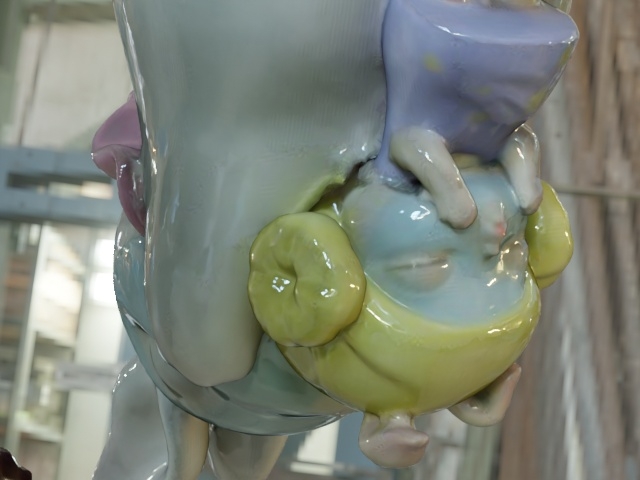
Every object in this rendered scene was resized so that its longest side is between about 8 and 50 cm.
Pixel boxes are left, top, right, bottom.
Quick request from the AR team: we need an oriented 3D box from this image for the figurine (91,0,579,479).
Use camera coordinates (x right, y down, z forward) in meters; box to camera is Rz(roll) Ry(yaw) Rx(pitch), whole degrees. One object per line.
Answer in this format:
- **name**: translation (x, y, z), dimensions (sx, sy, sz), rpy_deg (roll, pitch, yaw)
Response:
- **figurine**: translation (0.000, 0.000, 0.508), dimensions (0.127, 0.236, 0.155), rpy_deg (-15, 33, -42)

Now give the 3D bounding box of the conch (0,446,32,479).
- **conch**: translation (-0.181, 0.045, 0.434), dimensions (0.232, 0.086, 0.080), rpy_deg (-3, -26, -26)
